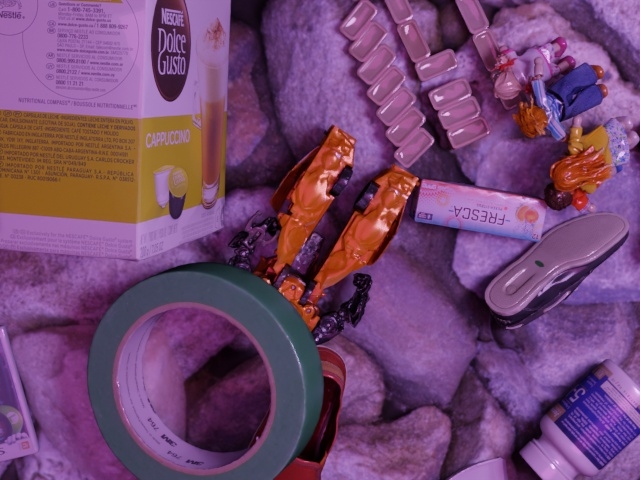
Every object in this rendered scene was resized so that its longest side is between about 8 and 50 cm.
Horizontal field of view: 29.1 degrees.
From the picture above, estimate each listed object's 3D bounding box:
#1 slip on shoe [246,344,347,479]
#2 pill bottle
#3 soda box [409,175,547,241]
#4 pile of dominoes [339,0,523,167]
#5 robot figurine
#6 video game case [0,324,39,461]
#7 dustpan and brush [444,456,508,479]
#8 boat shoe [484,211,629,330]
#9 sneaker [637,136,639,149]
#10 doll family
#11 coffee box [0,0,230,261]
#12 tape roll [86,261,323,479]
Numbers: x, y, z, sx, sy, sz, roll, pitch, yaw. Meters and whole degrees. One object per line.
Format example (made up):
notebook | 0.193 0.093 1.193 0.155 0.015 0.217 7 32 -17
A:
slip on shoe | -0.043 0.309 1.742 0.123 0.101 0.331 18 98 -7
pill bottle | 0.379 0.269 1.754 0.187 0.112 0.112 -43 98 2
soda box | 0.221 -0.044 1.729 0.183 0.058 0.063 10 97 -4
pile of dominoes | 0.149 -0.246 1.720 0.196 0.040 0.251 -25 90 1
robot figurine | 0.000 0.000 1.709 0.211 0.085 0.291 32 94 -7
video game case | -0.505 0.230 1.743 0.173 0.022 0.190 -14 98 -2
dustpan and brush | 0.178 0.403 1.787 0.211 0.060 0.147 -8 98 -2
boat shoe | 0.338 0.042 1.750 0.233 0.084 0.079 -35 136 -5
sneaker | 0.484 -0.082 1.727 0.130 0.087 0.227 23 93 -4
doll family | 0.333 -0.158 1.657 0.163 0.118 0.263 -32 98 -31
coffee box | -0.317 -0.171 1.507 0.338 0.337 0.334 5 98 11
tape roll | -0.158 0.192 1.673 0.321 0.077 0.321 3 100 18
